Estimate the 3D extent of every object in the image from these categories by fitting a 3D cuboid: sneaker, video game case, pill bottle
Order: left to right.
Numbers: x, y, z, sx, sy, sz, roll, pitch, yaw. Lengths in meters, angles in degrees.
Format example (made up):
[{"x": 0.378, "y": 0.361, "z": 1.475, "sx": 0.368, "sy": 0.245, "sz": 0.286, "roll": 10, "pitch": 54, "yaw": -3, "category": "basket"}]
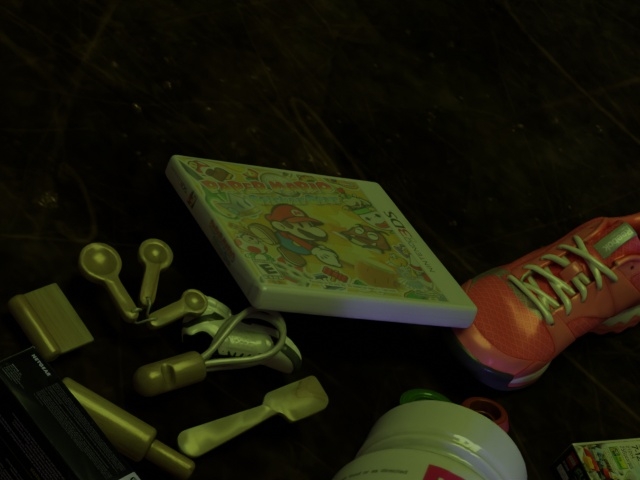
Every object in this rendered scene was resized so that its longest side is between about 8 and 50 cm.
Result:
[{"x": -0.068, "y": 0.088, "z": 1.643, "sx": 0.109, "sy": 0.040, "sz": 0.044, "roll": 25, "pitch": 52, "yaw": -5, "category": "sneaker"}, {"x": 0.000, "y": 0.000, "z": 1.730, "sx": 0.227, "sy": 0.026, "sz": 0.206, "roll": 6, "pitch": 31, "yaw": -33, "category": "video game case"}, {"x": 0.057, "y": 0.257, "z": 1.467, "sx": 0.160, "sy": 0.160, "sz": 0.283, "roll": 33, "pitch": 40, "yaw": -4, "category": "pill bottle"}, {"x": 0.227, "y": 0.032, "z": 1.826, "sx": 0.314, "sy": 0.136, "sz": 0.116, "roll": -22, "pitch": 66, "yaw": -46, "category": "sneaker"}]

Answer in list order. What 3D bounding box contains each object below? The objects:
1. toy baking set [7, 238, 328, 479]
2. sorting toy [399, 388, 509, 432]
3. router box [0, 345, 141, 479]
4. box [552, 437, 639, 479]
[{"x": -0.121, "y": 0.093, "z": 1.570, "sx": 0.256, "sy": 0.030, "sz": 0.197, "roll": 34, "pitch": 51, "yaw": 0, "category": "toy baking set"}, {"x": 0.113, "y": 0.163, "z": 1.700, "sx": 0.102, "sy": 0.042, "sz": 0.061, "roll": 7, "pitch": 31, "yaw": -15, "category": "sorting toy"}, {"x": -0.187, "y": 0.183, "z": 1.384, "sx": 0.046, "sy": 0.133, "sz": 0.179, "roll": -24, "pitch": 69, "yaw": -46, "category": "router box"}, {"x": 0.295, "y": 0.269, "z": 1.724, "sx": 0.114, "sy": 0.036, "sz": 0.207, "roll": -1, "pitch": 52, "yaw": -37, "category": "box"}]
